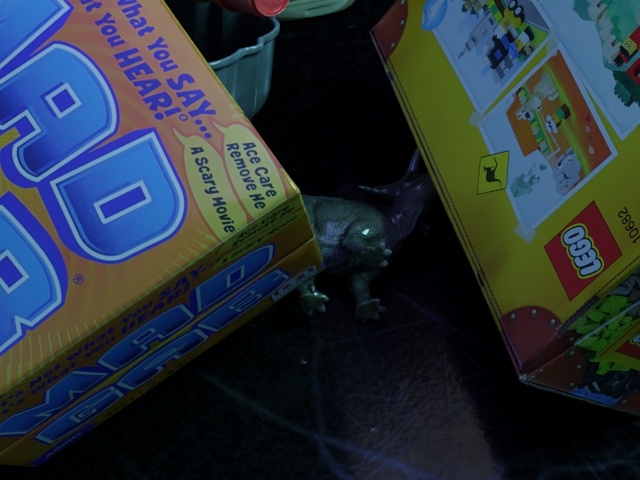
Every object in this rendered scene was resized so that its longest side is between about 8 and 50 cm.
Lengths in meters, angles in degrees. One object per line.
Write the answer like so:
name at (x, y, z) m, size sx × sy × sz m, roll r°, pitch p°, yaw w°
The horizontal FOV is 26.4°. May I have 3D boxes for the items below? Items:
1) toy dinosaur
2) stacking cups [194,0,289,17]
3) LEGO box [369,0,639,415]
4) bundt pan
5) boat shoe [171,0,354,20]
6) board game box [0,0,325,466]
toy dinosaur at (0.000, 0.000, 1.474) m, size 0.314 × 0.121 × 0.160 m, roll -10°, pitch 35°, yaw 6°
stacking cups at (-0.154, -0.335, 1.667) m, size 0.316 × 0.096 × 0.096 m, roll 27°, pitch 56°, yaw 39°
LEGO box at (0.292, -0.146, 1.338) m, size 0.193 × 0.372 × 0.500 m, roll 18°, pitch 38°, yaw -37°
bundt pan at (-0.208, -0.193, 1.611) m, size 0.331 × 0.124 × 0.331 m, roll -2°, pitch 27°, yaw 1°
boat shoe at (-0.123, -0.341, 1.785) m, size 0.341 × 0.110 × 0.121 m, roll -14°, pitch 47°, yaw -5°
board game box at (-0.248, -0.045, 1.236) m, size 0.356 × 0.356 × 0.356 m, roll -35°, pitch 79°, yaw -3°
